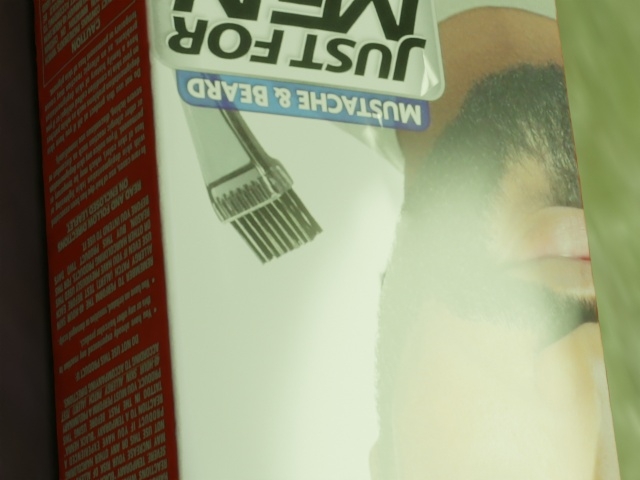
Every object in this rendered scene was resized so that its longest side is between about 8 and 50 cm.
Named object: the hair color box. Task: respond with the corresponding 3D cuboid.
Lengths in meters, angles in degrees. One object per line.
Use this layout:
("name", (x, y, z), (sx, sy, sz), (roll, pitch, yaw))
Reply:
("hair color box", (0.000, 0.000, 0.374), (0.093, 0.053, 0.167), (5, 70, -30))
